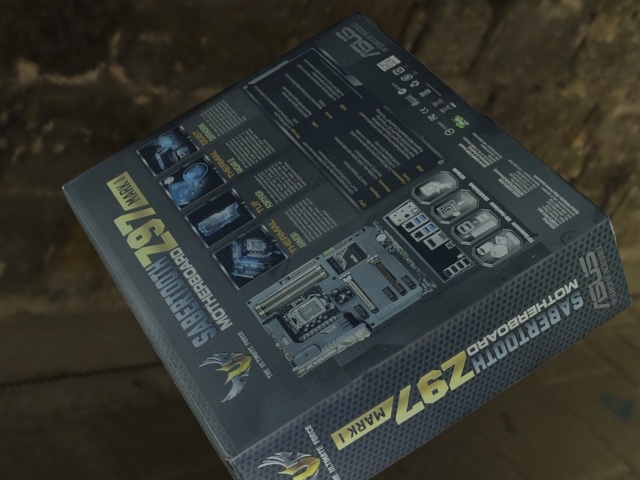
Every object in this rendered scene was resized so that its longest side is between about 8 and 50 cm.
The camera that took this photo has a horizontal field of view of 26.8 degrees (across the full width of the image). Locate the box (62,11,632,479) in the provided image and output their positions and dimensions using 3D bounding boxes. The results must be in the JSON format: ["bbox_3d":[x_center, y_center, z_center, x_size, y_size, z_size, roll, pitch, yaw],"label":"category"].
[{"bbox_3d":[0.000,0.000,0.623,0.232,0.183,0.059,48,-14,50],"label":"box"}]
